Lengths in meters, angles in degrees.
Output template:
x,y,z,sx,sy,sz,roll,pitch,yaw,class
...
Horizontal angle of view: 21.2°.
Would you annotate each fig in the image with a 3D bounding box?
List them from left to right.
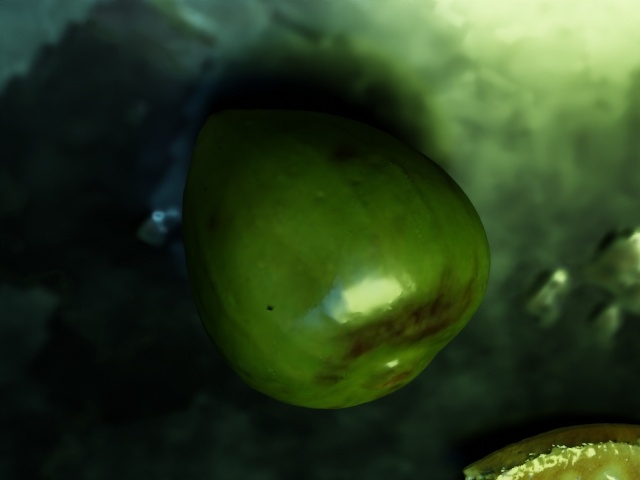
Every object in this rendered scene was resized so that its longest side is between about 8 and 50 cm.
x,y,z,sx,sy,sz,roll,pitch,yaw,class
0.000,0.000,1.185,0.203,0.203,0.225,-40,73,18,fig

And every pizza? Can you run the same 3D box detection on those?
x,y,z,sx,sy,sz,roll,pitch,yaw,class
0.200,0.234,1.397,0.185,0.052,0.195,-8,117,-8,pizza
